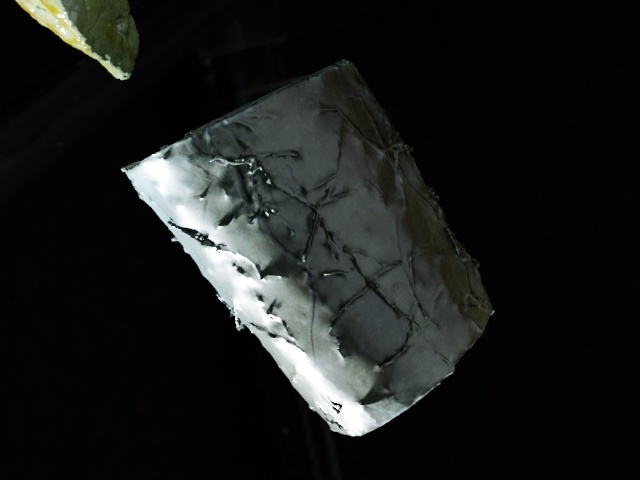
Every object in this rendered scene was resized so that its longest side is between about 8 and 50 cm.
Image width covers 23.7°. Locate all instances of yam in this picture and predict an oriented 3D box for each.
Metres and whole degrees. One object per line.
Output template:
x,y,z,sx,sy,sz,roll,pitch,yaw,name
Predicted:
0.000,0.000,1.462,0.241,0.241,0.348,-45,-72,-33,yam

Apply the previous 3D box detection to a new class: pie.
-0.251,-0.257,1.471,0.090,0.248,0.201,-42,-103,4,pie
